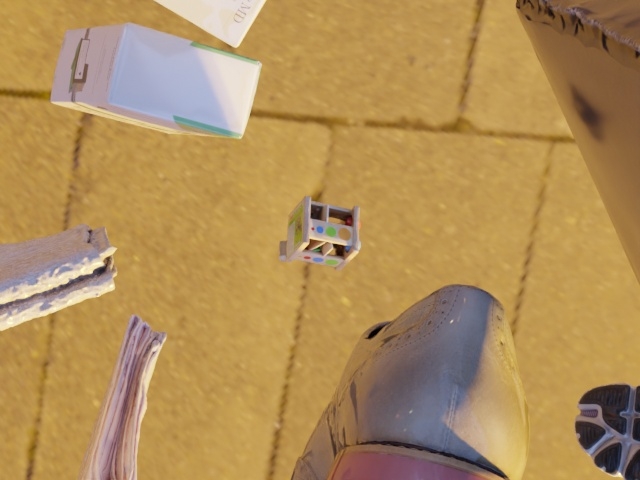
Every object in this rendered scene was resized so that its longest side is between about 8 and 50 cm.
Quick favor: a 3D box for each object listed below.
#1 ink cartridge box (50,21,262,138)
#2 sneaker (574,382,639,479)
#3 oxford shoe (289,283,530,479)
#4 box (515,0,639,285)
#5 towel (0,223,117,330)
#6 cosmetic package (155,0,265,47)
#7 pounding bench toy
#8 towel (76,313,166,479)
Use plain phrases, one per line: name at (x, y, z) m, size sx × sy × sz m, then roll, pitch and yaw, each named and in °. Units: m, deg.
ink cartridge box at (-0.186, -0.174, 1.799) m, size 0.160 × 0.219 × 0.092 m, roll 14°, pitch 88°, yaw -25°
sneaker at (0.257, 0.136, 1.109) m, size 0.170 × 0.071 × 0.068 m, roll 8°, pitch 90°, yaw 14°
oxford shoe at (0.051, 0.116, 0.881) m, size 0.123 × 0.348 × 0.130 m, roll 17°, pitch 73°, yaw -5°
box at (0.416, 0.007, 0.753) m, size 0.472 × 0.297 × 0.480 m, roll -27°, pitch 106°, yaw 2°
towel at (-0.313, 0.052, 1.423) m, size 0.282 × 0.187 × 0.049 m, roll -20°, pitch 101°, yaw -8°
cosmetic package at (-0.149, -0.303, 1.608) m, size 0.231 × 0.085 × 0.117 m, roll 29°, pitch 116°, yaw -7°
pounding bench toy at (0.000, 0.000, 1.646) m, size 0.065 × 0.083 × 0.052 m, roll 11°, pitch 64°, yaw -19°
towel at (-0.232, 0.288, 1.654) m, size 0.053 × 0.317 × 0.332 m, roll 17°, pitch 119°, yaw -6°
